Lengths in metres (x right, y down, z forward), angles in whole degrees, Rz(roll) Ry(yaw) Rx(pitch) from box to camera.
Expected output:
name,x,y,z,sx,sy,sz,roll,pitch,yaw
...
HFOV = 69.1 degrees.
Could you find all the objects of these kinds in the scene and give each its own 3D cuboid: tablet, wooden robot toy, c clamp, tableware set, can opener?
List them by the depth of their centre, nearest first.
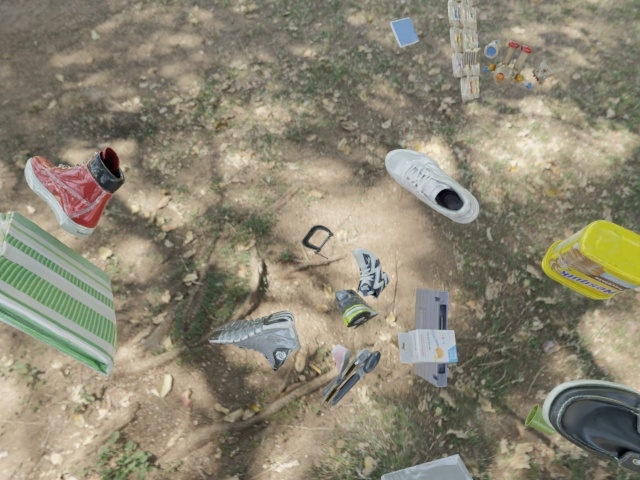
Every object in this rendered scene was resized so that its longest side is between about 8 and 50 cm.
name,x,y,z,sx,sy,sz,roll,pitch,yaw
wooden robot toy,0.354,-0.339,0.898,0.173,0.076,0.079,30,49,19
tablet,0.176,-0.434,0.969,0.006,0.054,0.083,-15,16,46
tableware set,0.074,0.483,1.564,0.039,0.128,0.194,36,72,15
can opener,0.126,0.508,1.770,0.283,0.095,0.076,-34,83,-40
c clamp,0.000,0.000,1.886,0.137,0.160,0.022,20,42,-13

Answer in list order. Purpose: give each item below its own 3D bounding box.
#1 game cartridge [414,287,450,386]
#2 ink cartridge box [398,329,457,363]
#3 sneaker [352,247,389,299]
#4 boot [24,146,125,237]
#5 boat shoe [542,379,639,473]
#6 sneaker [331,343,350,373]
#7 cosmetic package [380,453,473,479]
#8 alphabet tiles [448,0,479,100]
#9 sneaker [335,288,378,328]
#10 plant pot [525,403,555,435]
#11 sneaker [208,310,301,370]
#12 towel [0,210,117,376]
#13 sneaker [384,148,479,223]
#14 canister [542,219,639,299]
name,x,y,z,sx,sy,sz,roll,pitch,yaw
game cartridge,0.436,0.370,1.832,0.068,0.230,0.355,2,87,-6
ink cartridge box,0.351,0.348,1.523,0.181,0.061,0.104,5,69,-20
sneaker,0.194,0.153,1.946,0.094,0.235,0.153,-5,43,37
boot,-0.505,-0.145,0.969,0.244,0.088,0.176,40,99,24
boat shoe,0.362,0.218,0.506,0.233,0.079,0.084,22,93,-2
sneaker,0.076,0.468,1.846,0.070,0.134,0.051,29,38,33
cosmetic package,0.284,0.669,1.224,0.238,0.107,0.127,-9,37,-18
alphabet tiles,0.369,-0.501,1.170,0.021,0.284,0.278,-1,17,30
sneaker,0.123,0.230,1.622,0.111,0.300,0.121,-32,73,2
plant pot,0.740,0.603,1.545,0.079,0.083,0.083,32,72,19
sneaker,-0.150,0.252,1.088,0.229,0.086,0.132,-15,103,23
towel,-0.465,0.081,0.815,0.038,0.248,0.325,-44,36,-2
sneaker,0.300,-0.164,1.275,0.305,0.152,0.114,39,104,21
canister,0.448,0.035,0.748,0.126,0.170,0.073,30,82,14
